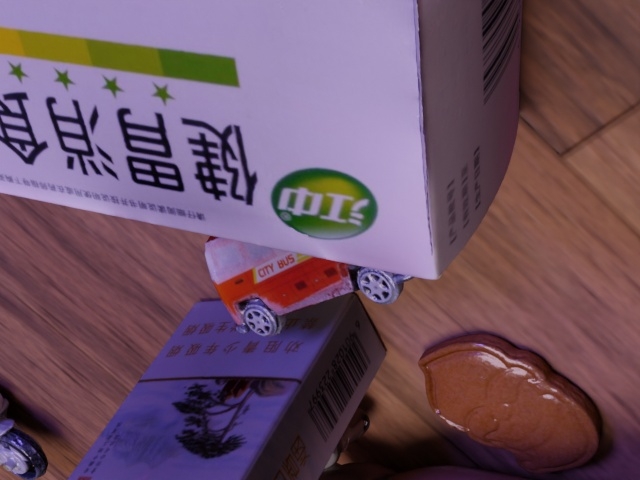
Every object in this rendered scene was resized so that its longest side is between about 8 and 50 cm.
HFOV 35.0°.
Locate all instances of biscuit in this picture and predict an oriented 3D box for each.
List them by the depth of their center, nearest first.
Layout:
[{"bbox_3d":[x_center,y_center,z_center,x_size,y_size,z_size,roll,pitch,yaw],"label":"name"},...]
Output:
[{"bbox_3d":[0.125,0.111,0.681,0.130,0.019,0.102,35,138,-1],"label":"biscuit"}]

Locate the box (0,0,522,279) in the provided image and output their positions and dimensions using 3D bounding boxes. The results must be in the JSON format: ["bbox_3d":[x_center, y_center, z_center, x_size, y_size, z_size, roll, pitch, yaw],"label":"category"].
[{"bbox_3d":[-0.075,-0.113,0.498,0.332,0.145,0.173,11,133,22],"label":"box"}]

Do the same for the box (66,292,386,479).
[{"bbox_3d":[-0.071,0.134,0.664,0.149,0.233,0.067,-8,124,37],"label":"box"}]

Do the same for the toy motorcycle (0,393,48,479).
[{"bbox_3d":[-0.377,0.182,1.028,0.228,0.074,0.151,0,126,34],"label":"toy motorcycle"}]

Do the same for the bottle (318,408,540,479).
[{"bbox_3d":[0.102,0.227,0.699,0.296,0.173,0.206,2,113,46],"label":"bottle"}]

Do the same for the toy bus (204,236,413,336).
[{"bbox_3d":[0.000,0.000,0.616,0.174,0.079,0.077,-20,108,43],"label":"toy bus"}]
